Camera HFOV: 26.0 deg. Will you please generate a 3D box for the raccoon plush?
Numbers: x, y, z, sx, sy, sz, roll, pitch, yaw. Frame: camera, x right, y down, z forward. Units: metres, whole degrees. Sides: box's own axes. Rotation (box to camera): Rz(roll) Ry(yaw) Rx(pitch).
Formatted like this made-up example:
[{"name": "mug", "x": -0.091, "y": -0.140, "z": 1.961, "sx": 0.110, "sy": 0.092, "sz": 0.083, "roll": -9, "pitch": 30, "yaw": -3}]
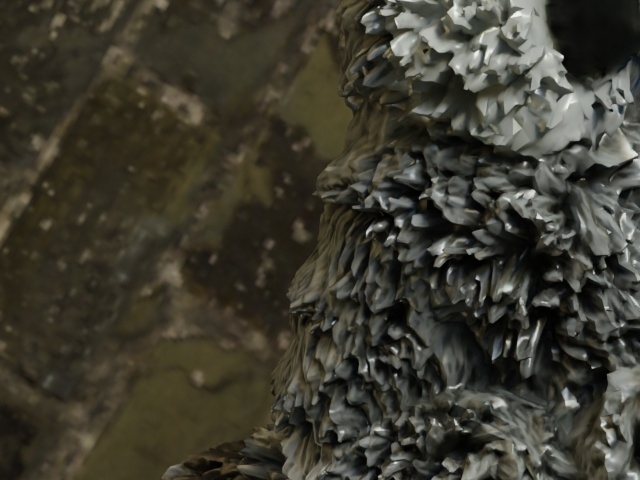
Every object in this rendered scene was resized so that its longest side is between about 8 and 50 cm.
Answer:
[{"name": "raccoon plush", "x": 0.000, "y": 0.000, "z": 0.603, "sx": 0.446, "sy": 0.299, "sz": 0.216, "roll": -29, "pitch": -172, "yaw": 18}]
